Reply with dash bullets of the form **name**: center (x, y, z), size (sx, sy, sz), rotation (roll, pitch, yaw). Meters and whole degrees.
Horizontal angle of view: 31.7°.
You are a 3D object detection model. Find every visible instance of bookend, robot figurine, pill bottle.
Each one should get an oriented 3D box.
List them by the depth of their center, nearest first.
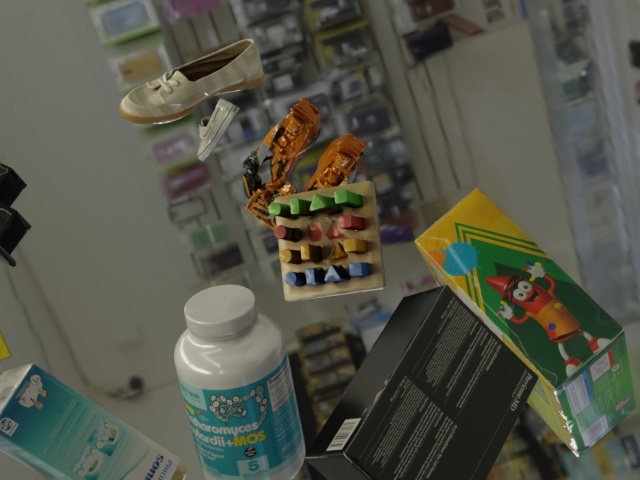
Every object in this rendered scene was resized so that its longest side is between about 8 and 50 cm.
- **pill bottle**: center (-0.108, 0.193, 1.476), size (0.146, 0.146, 0.264), rotation (-110, 9, -62)
- **bookend**: center (-0.563, -0.059, 1.977), size (0.156, 0.157, 0.072), rotation (23, 160, 25)
- **robot figurine**: center (-0.042, -0.112, 2.030), size (0.211, 0.085, 0.291), rotation (37, 135, 3)

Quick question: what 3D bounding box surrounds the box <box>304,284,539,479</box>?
- **box**: center (0.129, 0.216, 1.382), size (0.184, 0.261, 0.103), rotation (43, 150, -15)

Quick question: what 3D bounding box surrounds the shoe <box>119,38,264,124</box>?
- **shoe**: center (-0.173, -0.216, 1.509), size (0.076, 0.219, 0.058), rotation (40, 142, 37)

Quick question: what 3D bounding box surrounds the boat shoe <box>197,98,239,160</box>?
- **boat shoe**: center (-0.144, -0.148, 1.488), size (0.035, 0.100, 0.035), rotation (34, -140, -4)

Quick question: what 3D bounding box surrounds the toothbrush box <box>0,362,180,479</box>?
- **toothbrush box**: center (-0.409, 0.335, 1.856), size (0.295, 0.126, 0.216), rotation (37, 157, -19)

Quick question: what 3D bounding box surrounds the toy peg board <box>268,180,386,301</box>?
- **toy peg board**: center (0.000, 0.000, 1.660), size (0.079, 0.161, 0.161), rotation (11, -108, -65)

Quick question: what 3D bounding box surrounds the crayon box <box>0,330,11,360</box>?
- **crayon box**: center (-0.721, 0.168, 2.084), size (0.202, 0.318, 0.081), rotation (67, -162, -7)

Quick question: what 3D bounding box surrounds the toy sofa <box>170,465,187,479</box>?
- **toy sofa**: center (-0.359, 0.571, 2.038), size (0.363, 0.177, 0.150), rotation (-87, 16, -48)

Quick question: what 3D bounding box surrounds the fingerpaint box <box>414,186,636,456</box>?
- **fingerpaint box**: center (0.387, 0.158, 2.062), size (0.371, 0.163, 0.445), rotation (48, 176, 31)
